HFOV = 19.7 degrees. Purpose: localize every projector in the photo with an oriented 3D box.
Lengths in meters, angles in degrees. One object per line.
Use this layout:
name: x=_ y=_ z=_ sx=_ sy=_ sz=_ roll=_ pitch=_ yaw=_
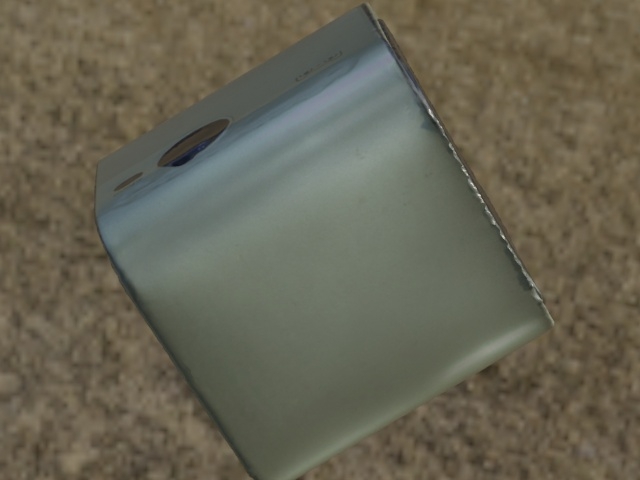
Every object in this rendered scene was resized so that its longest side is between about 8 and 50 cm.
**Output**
projector: x=0.000 y=0.000 z=1.369 sx=0.249 sy=0.248 sz=0.248 roll=-30 pitch=18 yaw=4
